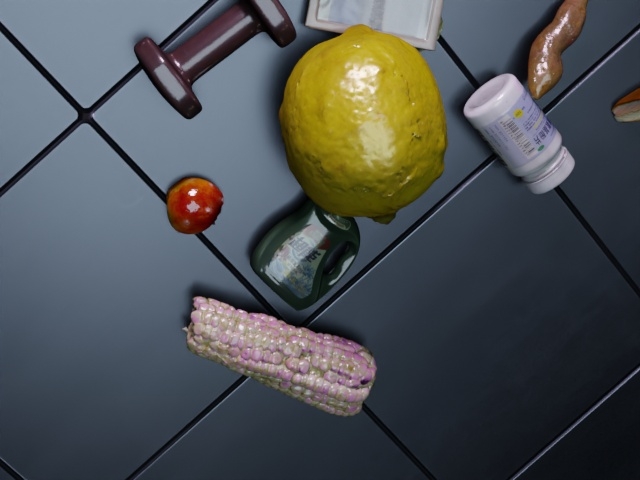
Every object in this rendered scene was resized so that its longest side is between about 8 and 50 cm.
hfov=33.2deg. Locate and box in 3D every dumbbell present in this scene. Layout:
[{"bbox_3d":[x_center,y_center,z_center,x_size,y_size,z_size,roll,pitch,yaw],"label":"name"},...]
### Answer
[{"bbox_3d":[-0.156,-0.295,1.604,0.225,0.124,0.140,-38,108,1],"label":"dumbbell"}]

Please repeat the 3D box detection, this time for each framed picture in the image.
[{"bbox_3d":[0.103,-0.454,1.657,0.213,0.016,0.289,9,99,-12],"label":"framed picture"}]

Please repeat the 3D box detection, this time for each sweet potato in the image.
[{"bbox_3d":[0.381,-0.324,1.734,0.065,0.051,0.218,23,79,14],"label":"sweet potato"}]

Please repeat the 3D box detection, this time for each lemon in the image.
[{"bbox_3d":[0.064,-0.175,1.617,0.260,0.260,0.284,4,109,-13],"label":"lemon"}]

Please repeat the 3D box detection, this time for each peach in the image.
[{"bbox_3d":[-0.199,-0.052,1.696,0.098,0.061,0.098,-1,100,-7],"label":"peach"}]

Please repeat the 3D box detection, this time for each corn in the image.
[{"bbox_3d":[-0.065,0.187,1.760,0.335,0.126,0.127,21,100,-16],"label":"corn"}]

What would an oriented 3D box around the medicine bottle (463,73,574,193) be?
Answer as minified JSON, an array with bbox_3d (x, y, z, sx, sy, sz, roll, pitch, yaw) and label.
[{"bbox_3d":[0.325,-0.172,1.749,0.103,0.103,0.187,-42,108,2],"label":"medicine bottle"}]

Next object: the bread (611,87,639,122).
[{"bbox_3d":[0.548,-0.232,1.801,0.109,0.062,0.043,-32,110,2],"label":"bread"}]

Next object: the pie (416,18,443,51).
[{"bbox_3d":[0.156,-0.340,1.710,0.084,0.021,0.084,-3,106,-10],"label":"pie"}]

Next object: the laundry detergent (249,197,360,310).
[{"bbox_3d":[0.000,0.000,1.746,0.222,0.078,0.144,-45,111,1],"label":"laundry detergent"}]
